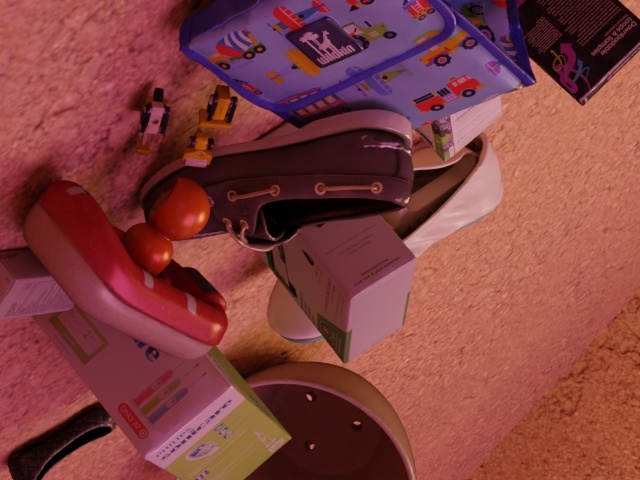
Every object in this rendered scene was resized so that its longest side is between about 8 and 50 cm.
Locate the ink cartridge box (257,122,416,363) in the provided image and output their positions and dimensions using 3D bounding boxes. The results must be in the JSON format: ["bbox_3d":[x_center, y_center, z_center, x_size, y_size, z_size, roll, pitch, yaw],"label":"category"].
[{"bbox_3d":[0.000,0.000,1.671,0.093,0.219,0.160,-32,155,-19],"label":"ink cartridge box"}]

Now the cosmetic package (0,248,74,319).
[{"bbox_3d":[-0.282,0.041,1.500,0.060,0.041,0.115,-52,156,23],"label":"cosmetic package"}]

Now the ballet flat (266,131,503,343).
[{"bbox_3d":[0.078,-0.025,1.914,0.400,0.139,0.139,-34,157,-31],"label":"ballet flat"}]

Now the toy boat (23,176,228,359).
[{"bbox_3d":[-0.164,0.004,1.452,0.151,0.151,0.231,-53,136,5],"label":"toy boat"}]

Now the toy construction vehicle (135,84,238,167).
[{"bbox_3d":[-0.128,-0.113,1.442,0.086,0.035,0.098,3,141,-16],"label":"toy construction vehicle"}]

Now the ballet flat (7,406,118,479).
[{"bbox_3d":[-0.297,0.248,1.846,0.173,0.049,0.057,-29,156,-31],"label":"ballet flat"}]

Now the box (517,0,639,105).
[{"bbox_3d":[0.287,-0.249,1.772,0.116,0.162,0.029,-44,159,3],"label":"box"}]

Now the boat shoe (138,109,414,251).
[{"bbox_3d":[-0.049,-0.044,1.499,0.305,0.091,0.109,-15,156,26],"label":"boat shoe"}]

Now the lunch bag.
[{"bbox_3d":[0.027,-0.203,1.402,0.221,0.138,0.293,-20,159,30],"label":"lunch bag"}]

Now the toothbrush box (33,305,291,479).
[{"bbox_3d":[-0.166,0.155,1.688,0.122,0.206,0.283,-40,159,-4],"label":"toothbrush box"}]

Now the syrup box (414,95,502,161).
[{"bbox_3d":[0.137,-0.194,1.711,0.096,0.093,0.237,-40,158,-7],"label":"syrup box"}]

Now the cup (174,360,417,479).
[{"bbox_3d":[-0.012,0.298,2.142,0.331,0.331,0.237,-52,-178,23],"label":"cup"}]
